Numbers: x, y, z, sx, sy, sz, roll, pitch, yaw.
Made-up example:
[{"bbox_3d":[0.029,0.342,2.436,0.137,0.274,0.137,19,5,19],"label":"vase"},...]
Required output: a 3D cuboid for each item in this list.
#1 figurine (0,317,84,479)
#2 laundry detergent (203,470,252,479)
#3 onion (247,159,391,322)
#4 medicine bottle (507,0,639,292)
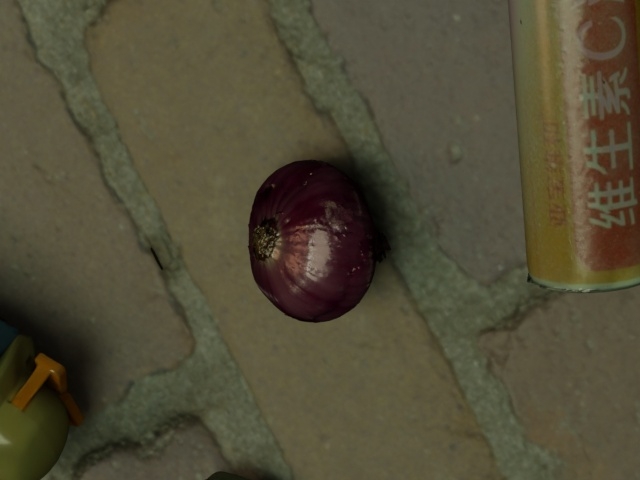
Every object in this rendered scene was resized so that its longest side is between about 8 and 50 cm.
[{"bbox_3d":[-0.308,0.095,1.517,0.262,0.154,0.180,33,126,6],"label":"figurine"},{"bbox_3d":[-0.059,0.320,1.511,0.143,0.094,0.290,9,109,24],"label":"laundry detergent"},{"bbox_3d":[0.000,0.000,1.398,0.104,0.115,0.115,0,112,-25],"label":"onion"},{"bbox_3d":[0.166,-0.181,1.270,0.108,0.108,0.426,0,107,22],"label":"medicine bottle"}]
